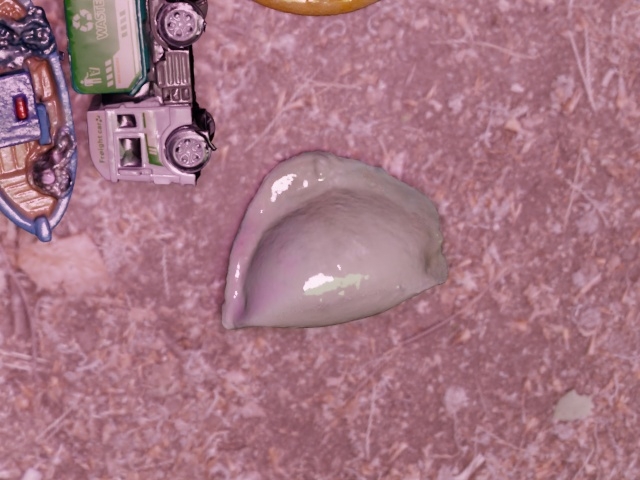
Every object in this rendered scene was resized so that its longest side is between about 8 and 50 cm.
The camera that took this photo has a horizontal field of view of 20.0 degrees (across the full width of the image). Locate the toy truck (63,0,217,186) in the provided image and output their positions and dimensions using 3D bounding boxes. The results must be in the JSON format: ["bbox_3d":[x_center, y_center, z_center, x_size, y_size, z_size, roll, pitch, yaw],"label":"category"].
[{"bbox_3d":[-0.150,-0.174,1.527,0.124,0.114,0.253,-2,106,-1],"label":"toy truck"}]

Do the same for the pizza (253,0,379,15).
[{"bbox_3d":[-0.011,-0.260,1.570,0.175,0.046,0.134,-6,107,-13],"label":"pizza"}]

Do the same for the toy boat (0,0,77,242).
[{"bbox_3d":[-0.254,-0.106,1.523,0.100,0.097,0.223,-14,107,-8],"label":"toy boat"}]

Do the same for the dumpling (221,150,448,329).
[{"bbox_3d":[0.003,0.009,1.633,0.216,0.149,0.105,-19,148,-3],"label":"dumpling"}]
